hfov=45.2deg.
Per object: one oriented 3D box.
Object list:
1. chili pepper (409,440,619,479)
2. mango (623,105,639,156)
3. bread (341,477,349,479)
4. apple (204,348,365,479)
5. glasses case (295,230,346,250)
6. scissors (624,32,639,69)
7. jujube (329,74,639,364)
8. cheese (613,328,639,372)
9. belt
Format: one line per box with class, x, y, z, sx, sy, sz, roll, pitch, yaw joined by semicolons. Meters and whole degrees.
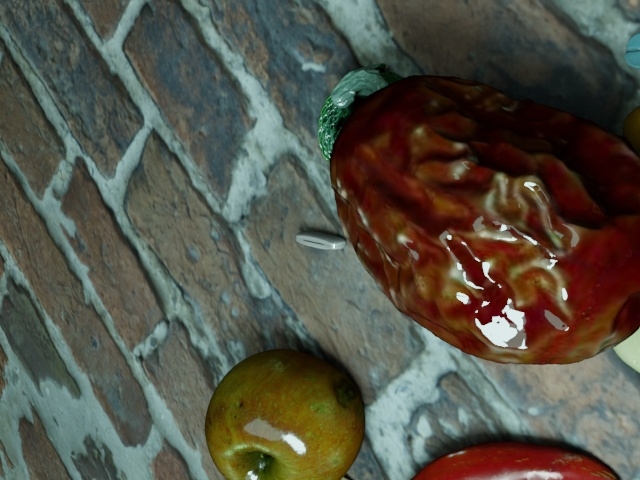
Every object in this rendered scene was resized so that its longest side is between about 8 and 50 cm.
chili pepper;0.196;0.341;1.008;0.137;0.092;0.368;50;131;2
mango;0.389;-0.068;0.738;0.219;0.112;0.144;41;132;29
bread;0.043;0.463;1.171;0.119;0.067;0.192;19;111;36
apple;-0.050;0.267;1.140;0.237;0.207;0.236;13;121;23
glasses case;0.000;0.000;1.132;0.083;0.032;0.021;12;105;37
scissors;0.467;-0.190;0.685;0.393;0.032;0.180;6;91;42
jujube;0.178;-0.024;0.818;0.377;0.277;0.276;43;124;39
cheese;0.346;0.095;0.849;0.252;0.054;0.127;12;107;39
belt;0.055;-0.159;1.020;0.121;0.079;0.151;43;123;26
